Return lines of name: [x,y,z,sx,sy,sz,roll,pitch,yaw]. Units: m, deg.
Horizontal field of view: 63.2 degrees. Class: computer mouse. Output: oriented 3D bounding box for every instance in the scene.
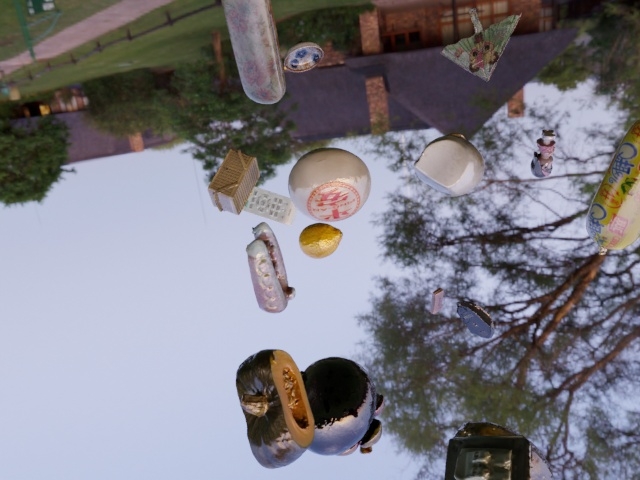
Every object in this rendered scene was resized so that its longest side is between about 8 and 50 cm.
computer mouse: [0.537,0.264,1.793,0.057,0.172,0.099,-43,-177,-31]

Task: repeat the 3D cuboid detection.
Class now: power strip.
power strip: [0.393,0.554,1.256,0.213,0.064,0.198,-16,-146,30]

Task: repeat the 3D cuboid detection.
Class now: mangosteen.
mangosteen: [0.082,0.672,2.064,0.435,0.382,0.382,34,-169,-13]

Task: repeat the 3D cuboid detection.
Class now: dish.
dish: [-0.067,-0.657,1.803,0.141,0.078,0.141,-17,166,-4]

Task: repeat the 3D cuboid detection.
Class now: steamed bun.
steamed bun: [0.026,-0.136,1.428,0.232,0.232,0.145,-6,-130,5]

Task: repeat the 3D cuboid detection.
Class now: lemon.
lemon: [0.000,0.000,2.019,0.187,0.142,0.142,-16,-166,19]

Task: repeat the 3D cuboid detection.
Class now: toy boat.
toy boat: [-0.112,0.073,1.247,0.085,0.227,0.155,-7,-151,4]

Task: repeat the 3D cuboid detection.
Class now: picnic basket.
picnic basket: [-0.243,-0.164,1.473,0.079,0.164,0.115,21,159,9]

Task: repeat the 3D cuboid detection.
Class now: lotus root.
lotus root: [0.568,0.683,1.595,0.196,0.397,0.179,-38,-154,33]

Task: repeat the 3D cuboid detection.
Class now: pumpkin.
pumpkin: [-0.134,0.458,1.441,0.139,0.317,0.222,-24,155,19]

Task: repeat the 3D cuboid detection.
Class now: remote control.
remote control: [-0.232,-0.146,1.989,0.293,0.103,0.051,18,180,-10]

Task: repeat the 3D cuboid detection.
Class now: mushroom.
mushroom: [0.260,-0.149,0.999,0.118,0.103,0.270,42,-156,7]

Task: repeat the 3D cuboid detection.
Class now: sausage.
sausage: [0.689,-0.121,1.147,0.123,0.347,0.123,11,-155,-5]

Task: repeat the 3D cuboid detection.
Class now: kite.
kite: [0.565,-0.694,1.849,0.013,0.267,0.323,-9,179,-45]

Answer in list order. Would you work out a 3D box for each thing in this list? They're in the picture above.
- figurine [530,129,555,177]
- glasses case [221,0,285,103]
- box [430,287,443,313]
figurine: [0.573,-0.223,1.346,0.054,0.129,0.072,-4,-144,9]
glasses case: [-0.215,-0.650,1.718,0.156,0.425,0.098,10,-132,19]
box: [0.455,0.237,2.033,0.048,0.115,0.025,-28,-134,-28]
